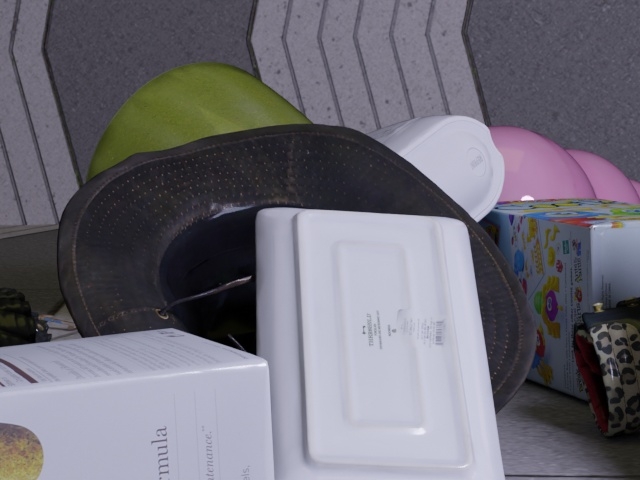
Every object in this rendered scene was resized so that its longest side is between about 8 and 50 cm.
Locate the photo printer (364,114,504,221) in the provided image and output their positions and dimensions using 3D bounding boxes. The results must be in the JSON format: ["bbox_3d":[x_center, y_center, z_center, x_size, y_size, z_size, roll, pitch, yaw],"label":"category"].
[{"bbox_3d":[0.000,0.000,1.477,0.256,0.107,0.307,-18,16,48],"label":"photo printer"}]

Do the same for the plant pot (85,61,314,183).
[{"bbox_3d":[-0.056,-0.019,1.794,0.274,0.275,0.293,-6,22,-38],"label":"plant pot"}]

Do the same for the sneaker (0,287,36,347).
[{"bbox_3d":[-0.345,0.076,1.383,0.146,0.134,0.343,-6,7,-28],"label":"sneaker"}]

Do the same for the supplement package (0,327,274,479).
[{"bbox_3d":[-0.156,0.125,0.772,0.244,0.139,0.134,-6,6,-24],"label":"supplement package"}]

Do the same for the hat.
[{"bbox_3d":[-0.020,0.066,1.159,0.331,0.134,0.331,4,42,-4],"label":"hat"}]

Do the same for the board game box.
[{"bbox_3d":[0.231,0.043,1.455,0.142,0.144,0.275,-4,6,-18],"label":"board game box"}]

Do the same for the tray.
[{"bbox_3d":[0.034,0.064,1.048,0.145,0.030,0.270,4,42,-7],"label":"tray"}]

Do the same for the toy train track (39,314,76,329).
[{"bbox_3d":[-0.296,0.090,1.853,0.083,0.014,0.048,8,3,32],"label":"toy train track"}]

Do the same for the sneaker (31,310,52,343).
[{"bbox_3d":[-0.372,0.085,1.625,0.237,0.086,0.085,8,36,-32],"label":"sneaker"}]

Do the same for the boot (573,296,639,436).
[{"bbox_3d":[0.272,0.035,1.255,0.178,0.236,0.085,-7,-32,-3],"label":"boot"}]

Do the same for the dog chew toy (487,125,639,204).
[{"bbox_3d":[0.244,-0.010,1.789,0.331,0.207,0.206,3,1,-42],"label":"dog chew toy"}]
